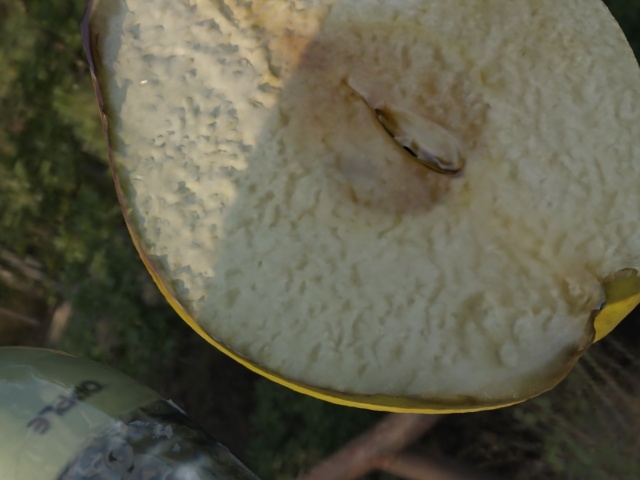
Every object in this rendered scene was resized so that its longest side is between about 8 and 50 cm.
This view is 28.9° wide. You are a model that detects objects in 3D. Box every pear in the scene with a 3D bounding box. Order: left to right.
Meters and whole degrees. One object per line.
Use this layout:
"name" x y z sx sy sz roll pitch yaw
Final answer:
"pear" 0.028 -0.050 0.837 0.340 0.386 0.191 -43 -10 -16

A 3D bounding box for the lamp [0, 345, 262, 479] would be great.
"lamp" -0.071 0.103 0.437 0.101 0.250 0.101 -49 -25 -32
